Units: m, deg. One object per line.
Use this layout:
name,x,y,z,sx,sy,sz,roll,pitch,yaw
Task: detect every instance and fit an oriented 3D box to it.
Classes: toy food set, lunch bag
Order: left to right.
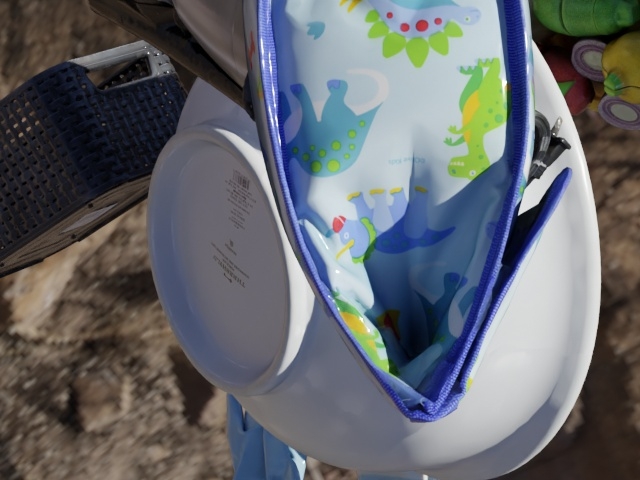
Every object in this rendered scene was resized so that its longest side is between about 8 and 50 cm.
lunch bag,0.028,-0.019,0.599,0.096,0.129,0.151,-4,86,3
toy food set,0.160,-0.123,1.279,0.071,0.218,0.128,-37,127,-26

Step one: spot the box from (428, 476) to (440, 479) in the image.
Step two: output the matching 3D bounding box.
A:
box,0.099,0.180,1.552,0.059,0.054,0.168,-22,120,-48

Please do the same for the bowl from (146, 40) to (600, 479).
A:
bowl,0.000,0.000,1.007,0.134,0.298,0.297,-14,78,-33

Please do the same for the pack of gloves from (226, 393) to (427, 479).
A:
pack of gloves,0.010,0.210,1.546,0.046,0.195,0.232,7,84,-58

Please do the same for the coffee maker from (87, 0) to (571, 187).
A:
coffee maker,-0.012,-0.094,0.798,0.120,0.178,0.171,-41,134,-10

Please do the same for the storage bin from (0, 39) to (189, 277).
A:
storage bin,-0.170,-0.046,1.220,0.122,0.180,0.084,-24,86,-52
